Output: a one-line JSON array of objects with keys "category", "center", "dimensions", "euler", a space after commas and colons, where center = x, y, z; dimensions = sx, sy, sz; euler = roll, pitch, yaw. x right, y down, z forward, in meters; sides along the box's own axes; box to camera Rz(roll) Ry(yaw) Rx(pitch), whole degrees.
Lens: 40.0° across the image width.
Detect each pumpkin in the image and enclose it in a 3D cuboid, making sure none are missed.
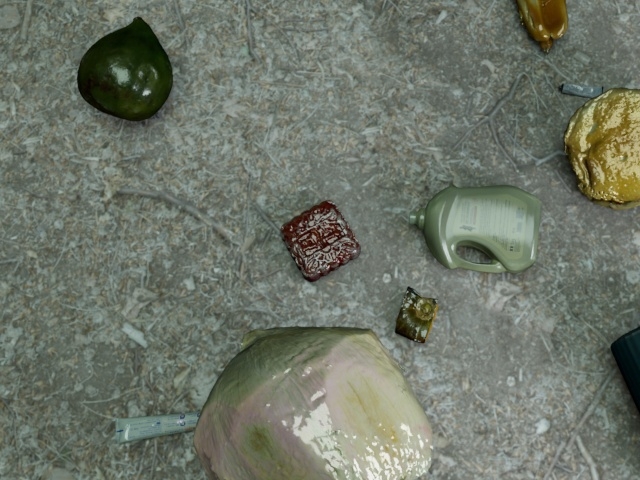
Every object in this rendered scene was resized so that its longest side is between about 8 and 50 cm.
[{"category": "pumpkin", "center": [0.191, 0.150, 1.742], "dimensions": [0.073, 0.035, 0.101], "euler": [18, 80, 20]}]

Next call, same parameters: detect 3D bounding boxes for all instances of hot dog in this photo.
[{"category": "hot dog", "center": [0.471, -0.528, 1.887], "dimensions": [0.109, 0.072, 0.270], "euler": [-5, 73, 5]}]

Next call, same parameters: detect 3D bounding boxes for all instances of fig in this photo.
[{"category": "fig", "center": [-0.402, -0.371, 1.842], "dimensions": [0.195, 0.195, 0.245], "euler": [8, 79, 6]}]

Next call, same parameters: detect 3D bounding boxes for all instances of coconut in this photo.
[{"category": "coconut", "center": [-0.025, 0.313, 1.532], "dimensions": [0.404, 0.404, 0.405], "euler": [-1, 75, 4]}]

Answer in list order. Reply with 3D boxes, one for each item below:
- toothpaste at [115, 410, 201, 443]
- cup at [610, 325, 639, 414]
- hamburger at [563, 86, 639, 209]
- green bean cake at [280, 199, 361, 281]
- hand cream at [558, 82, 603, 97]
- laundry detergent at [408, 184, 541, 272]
[{"category": "toothpaste", "center": [-0.297, 0.359, 1.718], "dimensions": [0.218, 0.033, 0.052], "euler": [-8, 70, 5]}, {"category": "cup", "center": [0.711, 0.261, 1.569], "dimensions": [0.307, 0.242, 0.292], "euler": [-23, 72, 0]}, {"category": "hamburger", "center": [0.605, -0.176, 1.733], "dimensions": [0.244, 0.163, 0.245], "euler": [-2, 83, 18]}, {"category": "green bean cake", "center": [0.000, 0.000, 1.782], "dimensions": [0.135, 0.056, 0.136], "euler": [-29, 75, -6]}, {"category": "hand cream", "center": [0.549, -0.317, 1.854], "dimensions": [0.093, 0.019, 0.030], "euler": [10, 74, -1]}, {"category": "laundry detergent", "center": [0.303, -0.027, 1.751], "dimensions": [0.253, 0.091, 0.181], "euler": [6, 81, 5]}]
